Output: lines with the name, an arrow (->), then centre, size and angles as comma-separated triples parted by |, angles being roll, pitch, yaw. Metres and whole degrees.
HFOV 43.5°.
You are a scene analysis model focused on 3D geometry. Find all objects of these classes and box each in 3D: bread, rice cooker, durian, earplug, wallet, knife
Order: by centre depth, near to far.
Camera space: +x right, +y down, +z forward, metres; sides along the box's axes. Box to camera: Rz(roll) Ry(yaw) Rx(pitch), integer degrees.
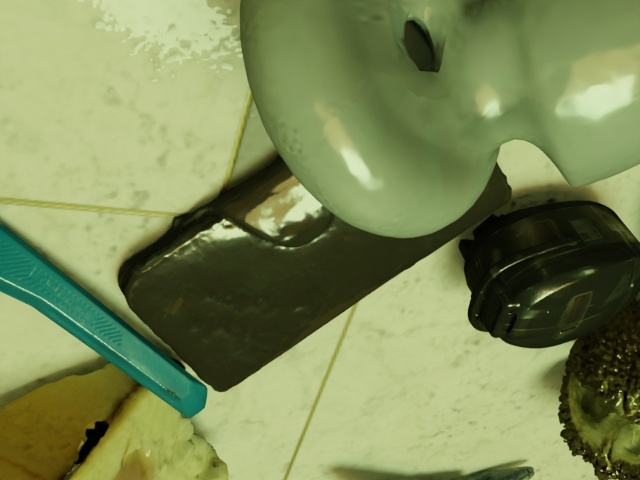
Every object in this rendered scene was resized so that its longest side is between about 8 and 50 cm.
earplug -> 0.106, -0.120, 0.490 | 0.325, 0.175, 0.214 | -9, 87, -19
knife -> -0.189, 0.052, 0.596 | 0.026, 0.044, 0.296 | -9, 135, 43
bread -> -0.192, 0.236, 0.638 | 0.224, 0.211, 0.184 | -18, 123, -1
wallet -> 0.000, 0.000, 0.644 | 0.309, 0.042, 0.165 | -33, 132, 5
rice cooker -> 0.202, 0.028, 0.697 | 0.165, 0.106, 0.112 | -5, 137, -13
durian -> 0.336, 0.154, 0.816 | 0.196, 0.167, 0.196 | -25, 144, -20

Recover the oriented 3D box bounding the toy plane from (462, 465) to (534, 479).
toy plane -> 0.135, 0.319, 0.905 | 0.267, 0.088, 0.212 | -13, 129, -11
